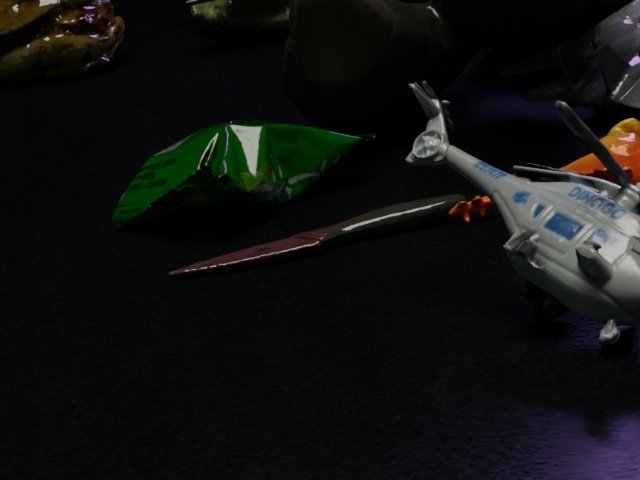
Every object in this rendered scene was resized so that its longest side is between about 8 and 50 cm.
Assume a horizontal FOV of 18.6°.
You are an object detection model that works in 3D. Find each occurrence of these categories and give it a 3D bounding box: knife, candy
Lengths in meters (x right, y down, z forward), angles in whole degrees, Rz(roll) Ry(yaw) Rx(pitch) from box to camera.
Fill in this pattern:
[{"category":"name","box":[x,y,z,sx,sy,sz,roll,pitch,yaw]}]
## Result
[{"category":"knife","box":[0.000,0.000,1.535,0.247,0.018,0.035,-15,21,-12]},{"category":"candy","box":[-0.068,-0.068,1.683,0.141,0.078,0.203,7,18,41]}]

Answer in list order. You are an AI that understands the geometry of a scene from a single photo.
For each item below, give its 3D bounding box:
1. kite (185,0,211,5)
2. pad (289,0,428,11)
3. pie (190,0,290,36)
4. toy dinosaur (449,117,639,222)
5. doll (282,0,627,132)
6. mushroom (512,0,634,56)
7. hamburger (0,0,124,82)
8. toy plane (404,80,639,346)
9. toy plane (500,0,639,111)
[{"category":"kite","box":[-0.038,-0.353,2.453,0.368,0.014,0.406,0,23,31]},{"category":"pad","box":[0.073,-0.271,1.922,0.266,0.176,0.002,-27,43,-31]},{"category":"pie","box":[-0.024,-0.319,2.477,0.306,0.071,0.306,-9,16,3]},{"category":"toy dinosaur","box":[0.241,-0.051,1.498,0.288,0.070,0.117,-13,17,1]},{"category":"doll","box":[0.136,-0.259,1.760,0.252,0.382,0.378,34,79,24]},{"category":"mushroom","box":[0.272,-0.250,2.004,0.285,0.156,0.151,-11,25,37]},{"category":"hamburger","box":[-0.344,-0.267,2.368,0.206,0.130,0.183,-7,15,13]},{"category":"toy plane","box":[0.137,-0.026,1.310,0.273,0.182,0.107,38,79,25]},{"category":"toy plane","box":[0.316,-0.195,1.850,0.212,0.088,0.267,7,33,39]}]
